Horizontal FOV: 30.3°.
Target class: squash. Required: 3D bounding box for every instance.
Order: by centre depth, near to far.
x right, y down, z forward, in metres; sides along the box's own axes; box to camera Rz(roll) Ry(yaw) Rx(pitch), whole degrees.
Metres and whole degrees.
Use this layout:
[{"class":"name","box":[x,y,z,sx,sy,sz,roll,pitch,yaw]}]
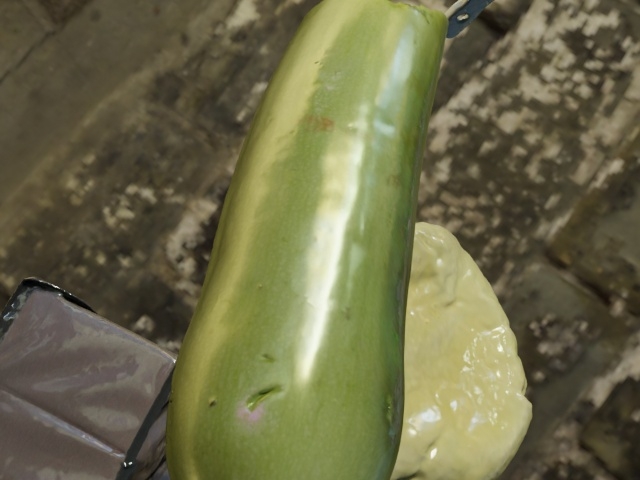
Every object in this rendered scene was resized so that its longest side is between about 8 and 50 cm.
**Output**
[{"class":"squash","box":[0.000,0.000,0.444,0.083,0.083,0.250,75,23,-53]}]

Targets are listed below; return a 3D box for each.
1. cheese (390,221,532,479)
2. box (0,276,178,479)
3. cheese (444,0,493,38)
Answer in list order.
[{"class":"cheese","box":[0.060,0.096,0.877,0.226,0.214,0.117,-12,165,-39]},{"class":"box","box":[-0.193,0.169,1.015,0.188,0.153,0.252,-63,167,-16]},{"class":"cheese","box":[0.210,-0.298,1.246,0.127,0.054,0.251,7,143,-42]}]
